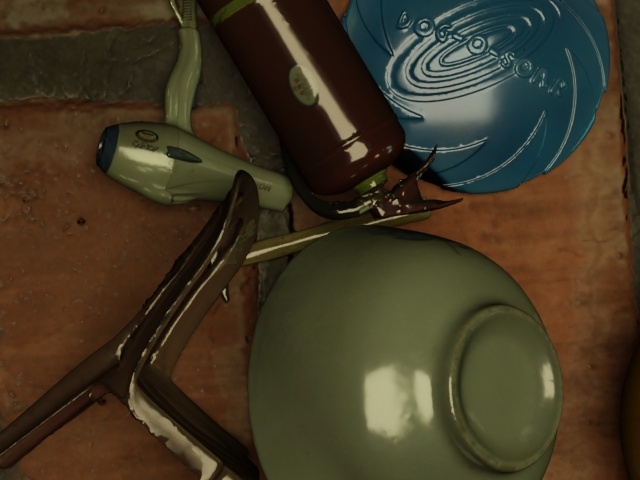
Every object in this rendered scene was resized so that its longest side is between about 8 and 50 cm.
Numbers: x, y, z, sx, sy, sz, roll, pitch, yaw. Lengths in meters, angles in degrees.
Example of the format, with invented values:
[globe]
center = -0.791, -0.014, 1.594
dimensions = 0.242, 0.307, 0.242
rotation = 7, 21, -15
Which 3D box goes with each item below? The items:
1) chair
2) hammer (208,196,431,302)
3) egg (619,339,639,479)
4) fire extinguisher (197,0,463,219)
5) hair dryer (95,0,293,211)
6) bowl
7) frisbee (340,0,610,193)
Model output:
[chair]
center = -0.107, 0.124, 1.577
dimensions = 0.183, 0.175, 0.326
rotation = 43, 93, 5
[hammer]
center = 0.000, 0.000, 1.689
dimensions = 0.199, 0.013, 0.062
rotation = -15, 89, -8
[egg]
center = 0.378, 0.177, 1.612
dimensions = 0.250, 0.250, 0.322
rotation = -18, 92, -9
[fire extinguisher]
center = -0.008, -0.156, 1.649
dimensions = 0.141, 0.105, 0.341
rotation = -31, 89, -8
[hair dryer]
center = -0.084, -0.109, 1.676
dimensions = 0.167, 0.067, 0.199
rotation = 29, 69, -15
[bowl]
center = 0.097, 0.119, 1.565
dimensions = 0.289, 0.146, 0.289
rotation = 10, 75, -40
[frisbee]
center = 0.135, -0.161, 1.703
dimensions = 0.242, 0.045, 0.242
rotation = 0, 86, -7
